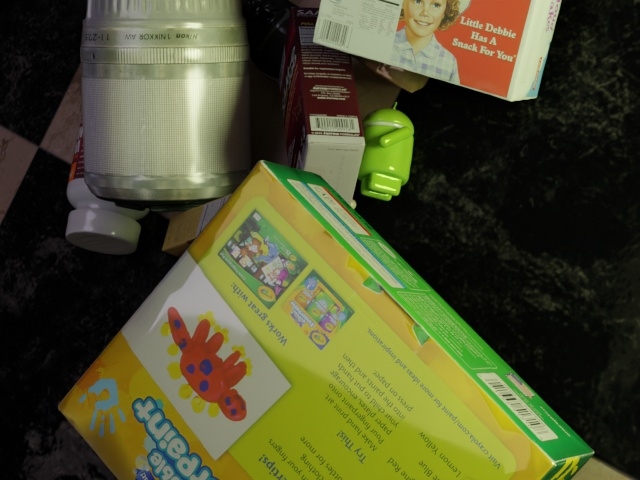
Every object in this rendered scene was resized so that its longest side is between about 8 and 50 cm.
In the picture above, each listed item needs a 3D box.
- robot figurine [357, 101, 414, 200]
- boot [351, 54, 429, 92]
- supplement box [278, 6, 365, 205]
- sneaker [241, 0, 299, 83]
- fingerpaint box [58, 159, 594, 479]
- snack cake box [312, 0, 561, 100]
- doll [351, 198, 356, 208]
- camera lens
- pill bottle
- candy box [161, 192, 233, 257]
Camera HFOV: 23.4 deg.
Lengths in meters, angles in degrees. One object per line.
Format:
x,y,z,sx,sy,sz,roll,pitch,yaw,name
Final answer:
0.078,-0.109,1.874,0.101,0.067,0.115,147,134,-67,robot figurine
0.173,-0.296,1.867,0.270,0.089,0.236,-59,42,9,boot
-0.002,-0.161,1.901,0.130,0.073,0.239,102,166,-48,supplement box
-0.104,-0.313,2.092,0.107,0.124,0.283,-51,46,13,sneaker
-0.002,0.202,1.644,0.445,0.163,0.371,45,105,21,fingerpaint box
0.135,-0.269,1.785,0.264,0.089,0.152,20,106,24,snack cake box
0.000,0.000,1.911,0.129,0.046,0.189,-38,49,16,doll
-0.200,-0.182,2.007,0.219,0.219,0.274,8,102,44,camera lens
-0.289,-0.100,2.170,0.121,0.121,0.221,-6,67,41,pill bottle
-0.108,-0.004,1.923,0.186,0.109,0.053,-14,58,59,candy box
